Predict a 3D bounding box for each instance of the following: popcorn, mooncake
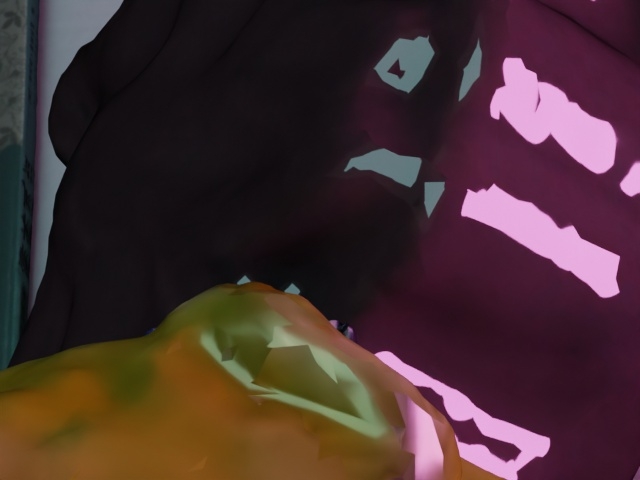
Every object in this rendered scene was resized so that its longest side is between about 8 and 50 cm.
[{"bbox_3d":[-0.051,0.169,0.449,0.312,0.312,0.312,-7,61,13],"label":"popcorn"},{"bbox_3d":[0.000,0.000,0.748,0.350,0.212,0.381,-40,36,36],"label":"mooncake"}]

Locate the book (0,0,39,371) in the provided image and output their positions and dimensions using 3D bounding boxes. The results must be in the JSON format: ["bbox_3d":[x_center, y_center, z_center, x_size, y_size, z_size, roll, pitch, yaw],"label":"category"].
[{"bbox_3d":[-0.288,-0.029,1.023,0.264,0.031,0.379,-11,60,12],"label":"book"}]

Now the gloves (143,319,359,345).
[{"bbox_3d":[-0.024,0.056,0.568,0.086,0.026,0.064,-8,95,19],"label":"gloves"}]
